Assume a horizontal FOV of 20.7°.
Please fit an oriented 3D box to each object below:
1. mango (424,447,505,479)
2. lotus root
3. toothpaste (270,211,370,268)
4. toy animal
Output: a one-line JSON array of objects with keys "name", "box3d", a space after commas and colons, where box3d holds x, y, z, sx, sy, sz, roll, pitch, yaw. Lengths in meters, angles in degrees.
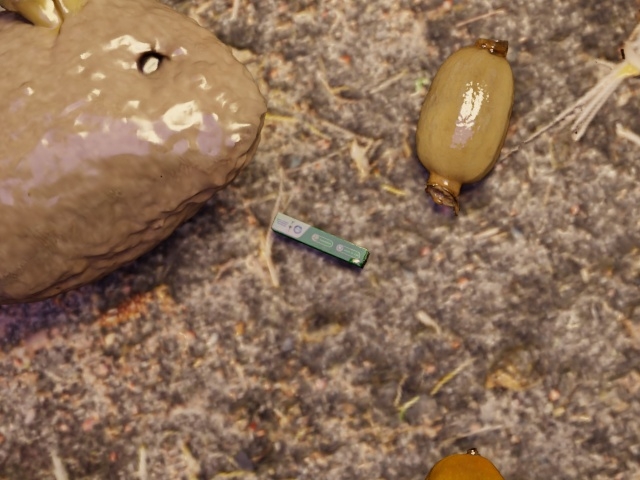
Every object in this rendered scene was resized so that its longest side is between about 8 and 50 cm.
[{"name": "mango", "box3d": [0.120, 0.259, 1.394, 0.098, 0.075, 0.190, 0, 92, 26]}, {"name": "lotus root", "box3d": [0.116, -0.096, 1.424, 0.073, 0.062, 0.150, 17, 87, 9]}, {"name": "toothpaste", "box3d": [0.000, 0.000, 1.455, 0.083, 0.020, 0.017, 23, 87, 9]}, {"name": "toy animal", "box3d": [-0.221, -0.075, 1.409, 0.358, 0.188, 0.226, -28, 72, 6]}]
